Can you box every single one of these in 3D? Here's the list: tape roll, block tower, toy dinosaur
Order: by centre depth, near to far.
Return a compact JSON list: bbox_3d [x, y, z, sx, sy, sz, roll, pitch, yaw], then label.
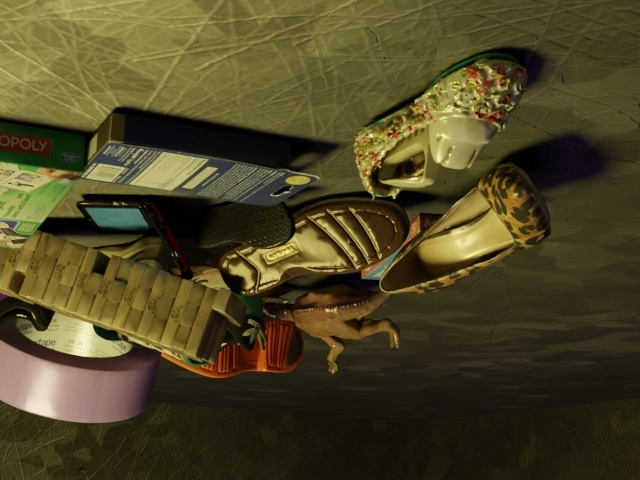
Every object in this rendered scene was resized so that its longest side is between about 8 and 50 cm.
[{"bbox_3d":[-0.271,0.069,1.451,0.336,0.097,0.091,15,168,14],"label":"block tower"},{"bbox_3d":[-0.391,0.183,1.746,0.275,0.090,0.275,15,-166,-4],"label":"tape roll"},{"bbox_3d":[0.000,0.112,1.758,0.200,0.127,0.296,20,152,-35],"label":"toy dinosaur"}]

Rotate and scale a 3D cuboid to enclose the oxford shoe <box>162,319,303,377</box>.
[{"bbox_3d":[-0.196,0.190,2.061,0.133,0.129,0.364,-3,166,41],"label":"oxford shoe"}]

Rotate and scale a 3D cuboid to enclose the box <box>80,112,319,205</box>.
[{"bbox_3d":[-0.127,-0.080,1.166,0.225,0.036,0.136,9,164,-24],"label":"box"}]

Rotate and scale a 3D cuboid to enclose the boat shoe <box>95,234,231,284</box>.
[{"bbox_3d":[-0.238,0.050,1.578,0.285,0.089,0.105,-12,160,40],"label":"boat shoe"}]

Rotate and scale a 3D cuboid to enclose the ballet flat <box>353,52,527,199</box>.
[{"bbox_3d":[0.109,-0.093,1.018,0.091,0.077,0.241,8,163,-23],"label":"ballet flat"}]

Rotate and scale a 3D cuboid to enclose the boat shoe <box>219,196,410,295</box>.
[{"bbox_3d":[-0.003,-0.007,1.389,0.258,0.095,0.095,-13,-164,26],"label":"boat shoe"}]

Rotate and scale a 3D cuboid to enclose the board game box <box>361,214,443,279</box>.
[{"bbox_3d":[0.161,0.017,1.542,0.145,0.027,0.281,3,166,-13],"label":"board game box"}]

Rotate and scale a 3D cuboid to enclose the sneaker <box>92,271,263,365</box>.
[{"bbox_3d":[-0.221,0.128,1.658,0.302,0.121,0.108,-13,152,29],"label":"sneaker"}]

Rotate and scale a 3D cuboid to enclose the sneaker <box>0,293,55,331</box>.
[{"bbox_3d":[-0.517,0.078,1.596,0.294,0.146,0.102,4,165,-14],"label":"sneaker"}]

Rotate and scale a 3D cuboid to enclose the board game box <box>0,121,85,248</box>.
[{"bbox_3d":[-0.401,-0.059,1.225,0.214,0.046,0.317,8,162,-25],"label":"board game box"}]

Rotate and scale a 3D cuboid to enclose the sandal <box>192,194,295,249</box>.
[{"bbox_3d":[-0.087,-0.021,1.354,0.040,0.067,0.179,6,174,-42],"label":"sandal"}]

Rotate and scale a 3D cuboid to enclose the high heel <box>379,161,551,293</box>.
[{"bbox_3d":[0.150,0.002,1.224,0.186,0.093,0.261,-30,172,-2],"label":"high heel"}]

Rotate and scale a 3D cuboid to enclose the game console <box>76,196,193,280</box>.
[{"bbox_3d":[-0.229,0.002,1.403,0.085,0.124,0.144,-29,168,-6],"label":"game console"}]
